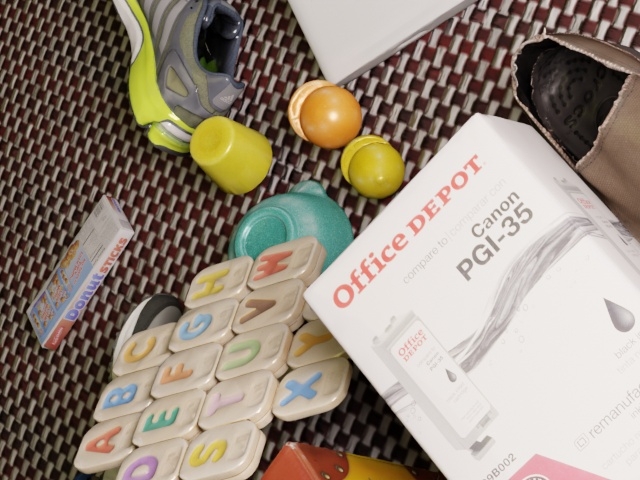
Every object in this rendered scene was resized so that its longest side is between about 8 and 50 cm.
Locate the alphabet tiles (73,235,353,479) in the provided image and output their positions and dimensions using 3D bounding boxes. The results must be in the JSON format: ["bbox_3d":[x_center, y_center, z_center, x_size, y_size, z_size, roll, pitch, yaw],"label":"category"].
[{"bbox_3d":[-0.084,0.108,1.622,0.278,0.021,0.284,-17,35,30],"label":"alphabet tiles"}]

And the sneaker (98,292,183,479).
[{"bbox_3d":[-0.151,0.180,1.871,0.108,0.100,0.271,-9,63,20],"label":"sneaker"}]

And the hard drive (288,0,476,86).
[{"bbox_3d":[0.018,-0.325,1.775,0.203,0.040,0.307,-30,83,40],"label":"hard drive"}]

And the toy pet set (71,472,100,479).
[{"bbox_3d":[-0.220,0.241,1.937,0.114,0.065,0.122,-41,48,33],"label":"toy pet set"}]

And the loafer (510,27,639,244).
[{"bbox_3d":[0.255,-0.051,1.429,0.366,0.130,0.134,42,110,48],"label":"loafer"}]

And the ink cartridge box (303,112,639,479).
[{"bbox_3d":[0.153,0.076,1.394,0.207,0.117,0.283,-47,68,18],"label":"ink cartridge box"}]

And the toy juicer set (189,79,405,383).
[{"bbox_3d":[0.000,0.000,1.766,0.209,0.089,0.329,-25,58,20],"label":"toy juicer set"}]

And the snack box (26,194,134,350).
[{"bbox_3d":[-0.270,0.037,2.106,0.178,0.022,0.064,-54,43,21],"label":"snack box"}]

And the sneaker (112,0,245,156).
[{"bbox_3d":[-0.143,-0.239,2.009,0.121,0.111,0.300,-29,61,28],"label":"sneaker"}]

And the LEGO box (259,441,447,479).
[{"bbox_3d":[0.050,0.461,1.434,0.372,0.193,0.500,-56,42,19],"label":"LEGO box"}]
